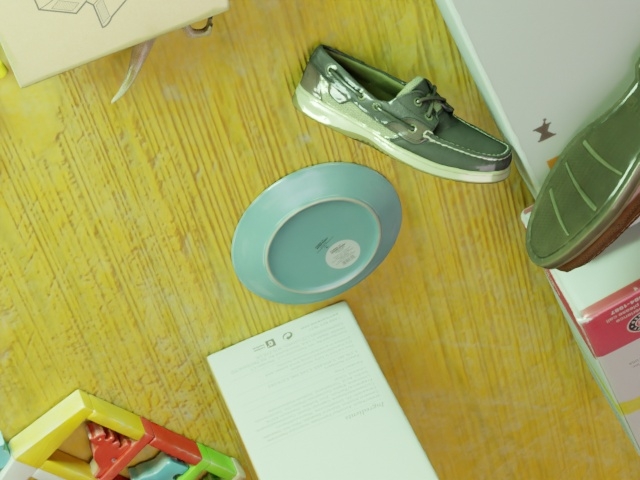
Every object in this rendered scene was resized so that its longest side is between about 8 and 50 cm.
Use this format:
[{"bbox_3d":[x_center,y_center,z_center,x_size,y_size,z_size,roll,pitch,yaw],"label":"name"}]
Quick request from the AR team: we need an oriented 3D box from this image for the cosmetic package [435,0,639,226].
[{"bbox_3d":[0.241,-0.217,1.872,0.230,0.161,0.453,-28,133,4],"label":"cosmetic package"}]

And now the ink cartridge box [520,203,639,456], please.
[{"bbox_3d":[0.407,0.055,2.159,0.279,0.160,0.384,-29,144,2],"label":"ink cartridge box"}]

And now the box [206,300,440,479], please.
[{"bbox_3d":[0.028,0.270,2.082,0.168,0.345,0.215,-22,134,-6],"label":"box"}]

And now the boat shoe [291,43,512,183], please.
[{"bbox_3d":[0.081,-0.122,1.888,0.223,0.080,0.073,23,118,13],"label":"boat shoe"}]

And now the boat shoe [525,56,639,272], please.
[{"bbox_3d":[0.312,-0.082,1.828,0.104,0.110,0.307,19,121,-32],"label":"boat shoe"}]

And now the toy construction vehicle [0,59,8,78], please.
[{"bbox_3d":[-0.340,-0.150,1.769,0.098,0.035,0.086,-36,123,5],"label":"toy construction vehicle"}]

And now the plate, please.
[{"bbox_3d":[0.000,0.000,2.058,0.188,0.024,0.188,-13,132,-15],"label":"plate"}]

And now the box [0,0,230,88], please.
[{"bbox_3d":[-0.199,-0.240,1.725,0.201,0.021,0.164,-21,120,-1],"label":"box"}]

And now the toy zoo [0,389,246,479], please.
[{"bbox_3d":[-0.247,0.267,2.171,0.192,0.030,0.293,-45,132,16],"label":"toy zoo"}]

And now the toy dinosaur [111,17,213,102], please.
[{"bbox_3d":[-0.144,-0.214,1.799,0.093,0.053,0.183,4,120,-9],"label":"toy dinosaur"}]
